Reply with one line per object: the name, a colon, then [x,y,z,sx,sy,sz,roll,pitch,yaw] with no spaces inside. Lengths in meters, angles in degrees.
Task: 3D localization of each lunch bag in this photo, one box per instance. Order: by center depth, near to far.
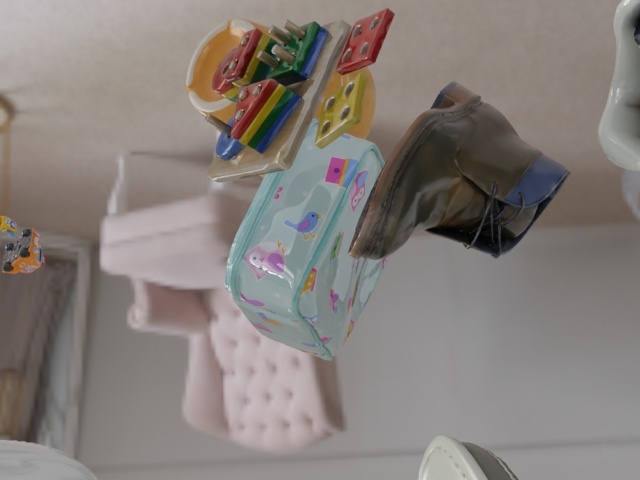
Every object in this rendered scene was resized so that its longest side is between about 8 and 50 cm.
lunch bag: [0.000,0.000,1.345,0.108,0.224,0.279,20,167,15]

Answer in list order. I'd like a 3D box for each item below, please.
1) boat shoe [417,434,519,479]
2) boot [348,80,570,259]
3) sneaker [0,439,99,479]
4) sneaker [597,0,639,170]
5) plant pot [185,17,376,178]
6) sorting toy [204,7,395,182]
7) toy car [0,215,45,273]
boat shoe: [0.153,0.255,0.847,0.091,0.305,0.109,2,126,-22]
boot: [0.097,-0.032,0.804,0.106,0.219,0.082,31,126,6]
sneaker: [-0.127,0.113,0.332,0.094,0.080,0.212,9,-167,39]
sneaker: [0.273,-0.158,0.749,0.127,0.126,0.321,-20,145,-32]
plant pot: [-0.065,-0.189,1.597,0.205,0.205,0.188,-14,154,37]
sorting toy: [-0.044,-0.120,1.004,0.046,0.132,0.274,31,163,-26]
toy car: [-0.336,-0.005,1.403,0.040,0.122,0.060,32,109,-34]
